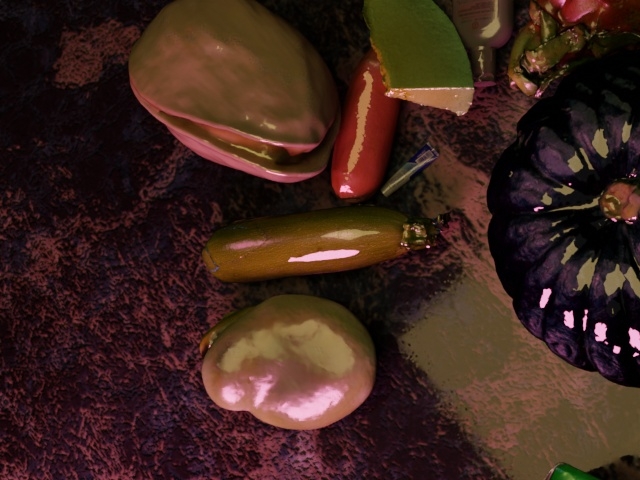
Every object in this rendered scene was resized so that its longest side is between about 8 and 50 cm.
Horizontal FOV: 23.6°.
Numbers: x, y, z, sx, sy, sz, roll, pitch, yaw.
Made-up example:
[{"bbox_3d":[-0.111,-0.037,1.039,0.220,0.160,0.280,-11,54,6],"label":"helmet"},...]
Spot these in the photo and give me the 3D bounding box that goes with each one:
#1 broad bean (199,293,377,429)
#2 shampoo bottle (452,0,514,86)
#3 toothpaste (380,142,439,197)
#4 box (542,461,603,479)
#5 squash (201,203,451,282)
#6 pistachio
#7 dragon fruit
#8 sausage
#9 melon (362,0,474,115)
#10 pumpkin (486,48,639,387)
[{"bbox_3d":[-0.040,0.146,1.877,0.228,0.100,0.169,13,98,13],"label":"broad bean"},{"bbox_3d":[0.195,-0.268,1.839,0.080,0.040,0.165,-5,83,31],"label":"shampoo bottle"},{"bbox_3d":[0.108,-0.084,1.875,0.083,0.015,0.024,-43,68,9],"label":"toothpaste"},{"bbox_3d":[0.344,0.333,1.632,0.250,0.180,0.103,23,83,23],"label":"box"},{"bbox_3d":[0.000,0.002,1.877,0.331,0.087,0.087,-7,82,22],"label":"squash"},{"bbox_3d":[-0.097,-0.184,1.868,0.332,0.226,0.208,41,136,33],"label":"pistachio"},{"bbox_3d":[0.329,-0.266,1.695,0.200,0.198,0.269,14,70,47],"label":"dragon fruit"},{"bbox_3d":[0.057,-0.139,1.869,0.077,0.077,0.194,13,89,25],"label":"sausage"},{"bbox_3d":[0.100,-0.246,1.853,0.114,0.053,0.262,-21,56,-7],"label":"melon"},{"bbox_3d":[0.350,-0.023,1.621,0.363,0.266,0.363,-2,86,28],"label":"pumpkin"}]
